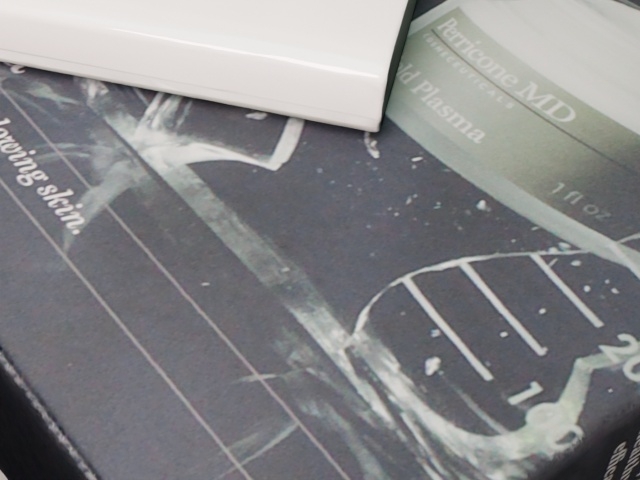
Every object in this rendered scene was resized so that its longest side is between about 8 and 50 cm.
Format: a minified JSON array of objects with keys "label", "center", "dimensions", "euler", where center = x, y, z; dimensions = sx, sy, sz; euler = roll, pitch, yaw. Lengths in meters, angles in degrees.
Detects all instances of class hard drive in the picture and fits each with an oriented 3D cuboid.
[{"label":"hard drive","center":[-0.104,-0.151,0.630],"dimensions":[0.308,0.040,0.203],"euler":[12,44,6]}]

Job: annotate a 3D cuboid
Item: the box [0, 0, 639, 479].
[{"label":"box","center":[0.000,0.000,0.729],"dimensions":[0.472,0.297,0.480],"euler":[-25,53,-30]}]
